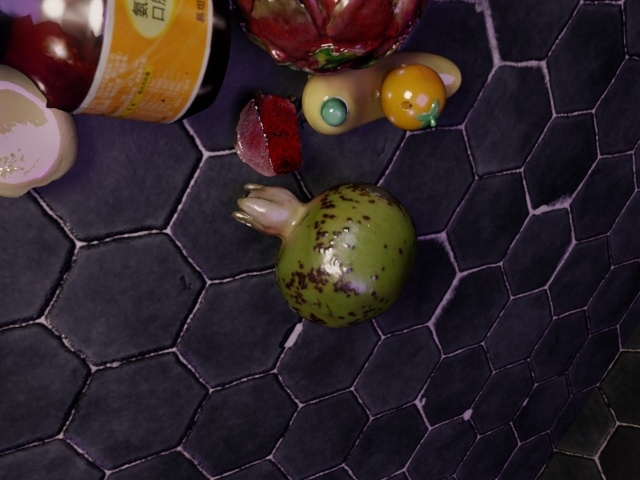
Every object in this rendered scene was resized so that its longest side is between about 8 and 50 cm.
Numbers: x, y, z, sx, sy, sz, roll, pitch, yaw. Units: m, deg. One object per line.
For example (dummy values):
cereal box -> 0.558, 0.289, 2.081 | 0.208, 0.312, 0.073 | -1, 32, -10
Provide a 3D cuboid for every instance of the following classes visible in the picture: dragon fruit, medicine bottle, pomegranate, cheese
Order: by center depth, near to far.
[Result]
medicine bottle -> -0.318, -0.264, 0.671 | 0.395, 0.242, 0.242 | -8, 118, -41
cheese -> -0.445, -0.196, 0.760 | 0.163, 0.082, 0.286 | -34, 124, -14
dragon fruit -> 0.010, -0.391, 0.806 | 0.329, 0.329, 0.329 | -14, 120, -26
dragon fruit -> -0.094, -0.175, 0.989 | 0.102, 0.096, 0.147 | -5, 86, -41
pomegranate -> 0.000, 0.000, 1.049 | 0.340, 0.285, 0.285 | 33, 95, -8

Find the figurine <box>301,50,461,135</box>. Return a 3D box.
figurine -> 0.117, -0.256, 0.985 | 0.324, 0.222, 0.124 | -16, 119, -24
